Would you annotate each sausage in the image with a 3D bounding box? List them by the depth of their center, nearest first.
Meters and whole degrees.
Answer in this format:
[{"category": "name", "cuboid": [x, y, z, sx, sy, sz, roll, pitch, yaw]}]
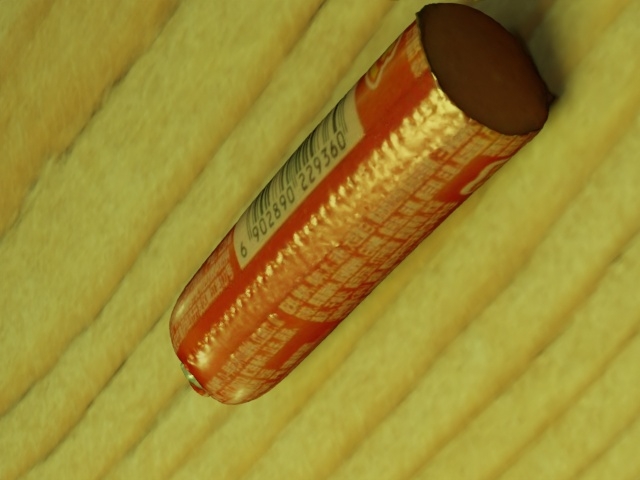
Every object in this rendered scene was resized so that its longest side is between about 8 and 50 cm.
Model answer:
[{"category": "sausage", "cuboid": [0.000, 0.000, 0.840, 0.274, 0.074, 0.074, -47, 55, 40]}]
